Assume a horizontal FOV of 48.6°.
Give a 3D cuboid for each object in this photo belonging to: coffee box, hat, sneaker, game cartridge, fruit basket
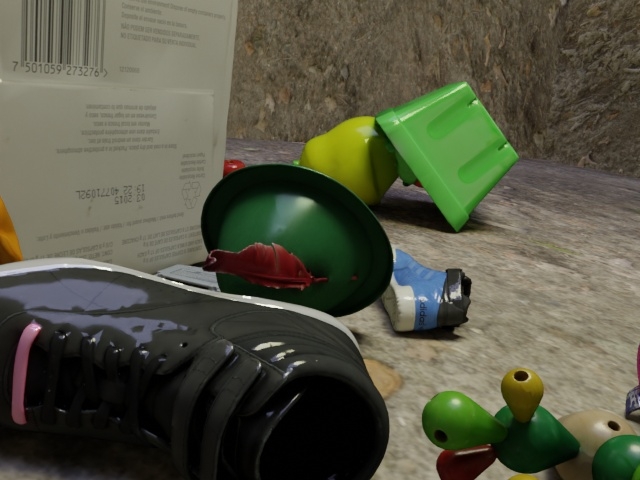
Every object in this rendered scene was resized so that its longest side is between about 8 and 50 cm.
[{"bbox_3d":[-0.327,-0.148,0.751,0.334,0.338,0.337,12,13,27],"label":"coffee box"},{"bbox_3d":[-0.047,0.053,0.564,0.173,0.208,0.183,-24,30,32],"label":"hat"},{"bbox_3d":[0.110,0.049,0.734,0.084,0.058,0.152,0,17,-3],"label":"sneaker"},{"bbox_3d":[-0.127,0.043,0.746,0.083,0.017,0.056,11,17,20],"label":"game cartridge"},{"bbox_3d":[-0.094,0.077,0.386,0.295,0.105,0.147,7,6,-18],"label":"sneaker"},{"bbox_3d":[0.152,-0.146,1.373,0.392,0.283,0.392,-36,6,5],"label":"fruit basket"}]

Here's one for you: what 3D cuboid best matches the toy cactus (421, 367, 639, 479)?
[{"bbox_3d":[0.159,0.128,0.370,0.219,0.112,0.180,6,-7,6],"label":"toy cactus"}]

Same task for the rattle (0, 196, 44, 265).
[{"bbox_3d":[-0.161,0.021,0.555,0.199,0.143,0.130,-3,-4,-15],"label":"rattle"}]

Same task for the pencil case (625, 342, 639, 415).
[{"bbox_3d":[0.350,0.110,0.511,0.236,0.104,0.104,4,12,-1],"label":"pencil case"}]

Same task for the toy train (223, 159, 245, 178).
[{"bbox_3d":[-0.153,-0.045,0.959,0.248,0.105,0.143,15,25,34],"label":"toy train"}]
